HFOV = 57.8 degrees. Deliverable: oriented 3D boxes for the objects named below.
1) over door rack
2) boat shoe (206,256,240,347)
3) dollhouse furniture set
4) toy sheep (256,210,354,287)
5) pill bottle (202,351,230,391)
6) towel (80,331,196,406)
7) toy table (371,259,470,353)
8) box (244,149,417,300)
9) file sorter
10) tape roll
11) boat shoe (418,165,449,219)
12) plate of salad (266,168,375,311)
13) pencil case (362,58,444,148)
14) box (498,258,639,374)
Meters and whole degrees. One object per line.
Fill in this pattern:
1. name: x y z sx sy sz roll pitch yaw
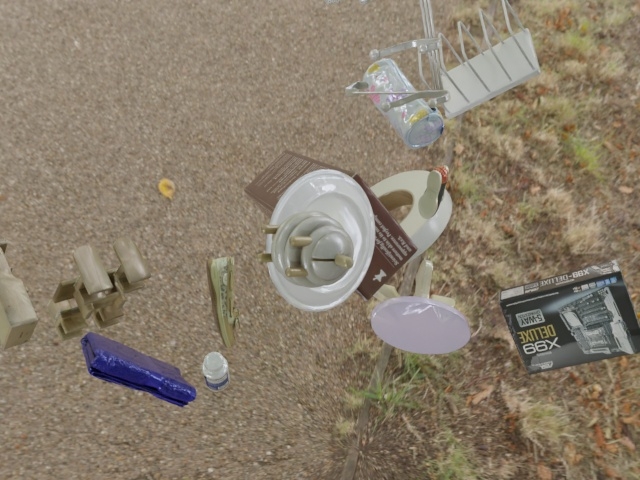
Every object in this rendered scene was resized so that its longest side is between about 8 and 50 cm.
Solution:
1. over door rack: 0.120 -0.405 1.223 0.108 0.239 0.324 -28 30 -24
2. boat shoe: -0.291 0.193 1.809 0.089 0.104 0.285 -10 99 -18
3. dollhouse furniture set: -0.478 0.074 1.072 0.242 0.212 0.161 -16 70 -43
4. toy sheep: -0.011 0.010 0.614 0.091 0.091 0.132 -46 37 -12
5. pill bottle: -0.271 0.338 1.502 0.067 0.120 0.067 2 52 -2
6. towel: -0.515 0.365 1.621 0.308 0.228 0.076 33 81 -29
7. toy table: 0.271 0.199 1.627 0.274 0.252 0.161 23 30 -13
8. box: 0.001 -0.048 1.114 0.143 0.381 0.191 -44 116 -4
9. file sorter: 0.435 -0.515 1.625 0.278 0.173 0.192 -23 46 32
10. tape roll: 0.213 -0.061 1.786 0.392 0.072 0.392 -28 32 19
11. boat shoe: 0.256 -0.107 1.302 0.049 0.137 0.043 33 48 27
12. plate of salad: 0.000 0.000 0.812 0.048 0.200 0.199 12 66 48
13. pencil case: 0.213 -0.363 1.527 0.114 0.124 0.273 -18 52 -15
14. box: 0.661 0.209 1.534 0.308 0.076 0.242 -18 106 24
